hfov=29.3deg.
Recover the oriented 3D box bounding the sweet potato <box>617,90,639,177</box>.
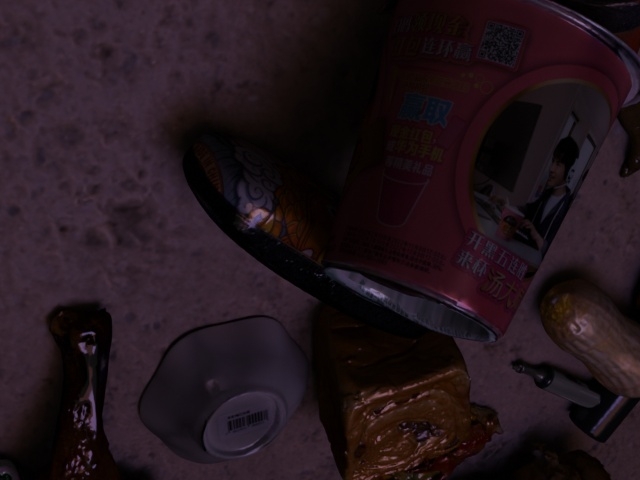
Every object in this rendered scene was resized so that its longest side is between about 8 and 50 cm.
[{"bbox_3d":[0.331,-0.123,1.292,0.041,0.038,0.153,-13,141,8],"label":"sweet potato"}]

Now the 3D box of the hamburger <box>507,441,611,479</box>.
[{"bbox_3d":[0.274,0.384,1.520,0.211,0.245,0.261,-12,90,-10],"label":"hamburger"}]

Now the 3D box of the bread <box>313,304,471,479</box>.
[{"bbox_3d":[0.073,0.148,1.284,0.149,0.143,0.158,-11,128,-14],"label":"bread"}]

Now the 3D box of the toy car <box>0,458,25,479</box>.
[{"bbox_3d":[-0.318,0.318,1.243,0.090,0.076,0.224,-20,131,-12],"label":"toy car"}]

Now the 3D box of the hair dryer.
[{"bbox_3d":[0.310,0.177,1.499,0.197,0.057,0.100,23,109,-32],"label":"hair dryer"}]

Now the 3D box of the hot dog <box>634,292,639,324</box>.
[{"bbox_3d":[0.483,0.115,1.472,0.259,0.175,0.114,28,83,-37],"label":"hot dog"}]

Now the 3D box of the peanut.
[{"bbox_3d":[0.333,0.117,1.422,0.087,0.087,0.206,-46,120,9],"label":"peanut"}]

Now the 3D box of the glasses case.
[{"bbox_3d":[0.000,0.000,1.144,0.082,0.122,0.321,-48,132,11],"label":"glasses case"}]

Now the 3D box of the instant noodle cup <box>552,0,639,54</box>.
[{"bbox_3d":[0.251,-0.203,1.142,0.127,0.127,0.136,-18,139,-16],"label":"instant noodle cup"}]

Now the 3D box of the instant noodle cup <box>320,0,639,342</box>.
[{"bbox_3d":[0.121,-0.059,1.031,0.244,0.244,0.255,32,78,-41],"label":"instant noodle cup"}]

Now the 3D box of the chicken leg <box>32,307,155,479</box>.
[{"bbox_3d":[-0.214,0.252,1.216,0.158,0.095,0.407,-43,135,-41],"label":"chicken leg"}]

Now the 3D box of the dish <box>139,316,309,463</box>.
[{"bbox_3d":[-0.088,0.171,1.263,0.190,0.066,0.191,-15,130,-18],"label":"dish"}]

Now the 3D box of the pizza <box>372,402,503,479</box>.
[{"bbox_3d":[0.136,0.238,1.443,0.193,0.053,0.201,-20,130,-14],"label":"pizza"}]
